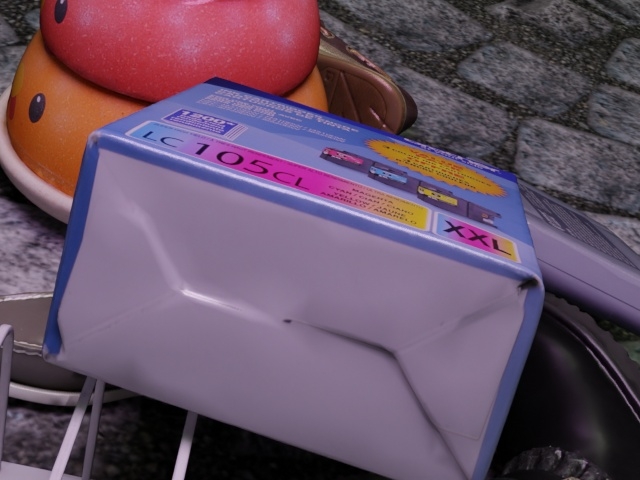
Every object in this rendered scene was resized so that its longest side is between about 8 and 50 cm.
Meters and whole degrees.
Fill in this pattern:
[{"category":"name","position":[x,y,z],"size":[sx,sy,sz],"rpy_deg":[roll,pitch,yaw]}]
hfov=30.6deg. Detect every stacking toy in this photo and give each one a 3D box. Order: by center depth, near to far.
[{"category":"stacking toy","position":[-0.121,-0.264,1.074],"size":[0.350,0.480,0.351],"rpy_deg":[8,35,-5]}]

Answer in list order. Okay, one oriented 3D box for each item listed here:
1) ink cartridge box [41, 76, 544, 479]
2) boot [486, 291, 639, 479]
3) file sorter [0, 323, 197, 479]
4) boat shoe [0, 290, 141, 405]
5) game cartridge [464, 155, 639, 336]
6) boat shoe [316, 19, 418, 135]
[{"category":"ink cartridge box","position":[0.000,0.000,0.833],"size":[0.270,0.151,0.395],"rpy_deg":[18,13,2]},{"category":"boot","position":[0.141,0.178,0.865],"size":[0.260,0.131,0.348],"rpy_deg":[-9,42,-30]},{"category":"file sorter","position":[-0.222,0.159,0.722],"size":[0.277,0.173,0.193],"rpy_deg":[12,34,-3]},{"category":"boat shoe","position":[-0.143,0.072,0.942],"size":[0.305,0.091,0.109],"rpy_deg":[5,35,-13]},{"category":"game cartridge","position":[0.213,-0.003,1.105],"size":[0.196,0.060,0.294],"rpy_deg":[30,12,-8]},{"category":"boat shoe","position":[-0.040,-0.211,1.369],"size":[0.342,0.123,0.123],"rpy_deg":[26,22,16]}]
